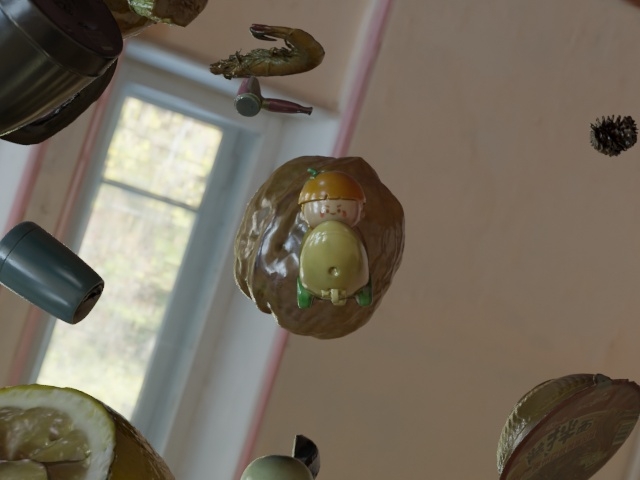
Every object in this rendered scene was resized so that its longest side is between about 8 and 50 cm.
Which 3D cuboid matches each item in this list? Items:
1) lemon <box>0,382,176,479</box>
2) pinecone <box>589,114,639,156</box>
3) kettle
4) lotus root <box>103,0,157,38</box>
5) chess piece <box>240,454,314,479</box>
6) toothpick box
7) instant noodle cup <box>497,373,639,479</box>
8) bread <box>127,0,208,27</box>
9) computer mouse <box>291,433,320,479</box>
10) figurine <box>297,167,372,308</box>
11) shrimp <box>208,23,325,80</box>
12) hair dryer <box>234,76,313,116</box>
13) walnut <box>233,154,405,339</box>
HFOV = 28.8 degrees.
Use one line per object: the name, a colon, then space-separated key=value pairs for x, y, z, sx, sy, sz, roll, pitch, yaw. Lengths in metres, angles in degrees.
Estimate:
lemon: x=-0.255 y=0.332 z=1.108 sx=0.364 sy=0.364 sz=0.364 roll=18 pitch=177 yaw=1
pinecone: x=0.498 y=-0.181 z=2.118 sx=0.083 sy=0.077 sz=0.077 roll=-27 pitch=168 yaw=8
kettle: x=-0.422 y=-0.243 z=1.675 sx=0.207 sy=0.271 sz=0.251 roll=51 pitch=-162 yaw=-2
lotus root: x=-0.346 y=-0.422 z=2.029 sx=0.180 sy=0.199 sz=0.188 roll=5 pitch=-166 yaw=-18
chess piece: x=-0.066 y=0.410 z=1.658 sx=0.144 sy=0.251 sz=0.144 roll=4 pitch=180 yaw=0
toothpick box: x=-0.468 y=0.061 z=2.153 sx=0.184 sy=0.120 sz=0.120 roll=35 pitch=180 yaw=9
instant noodle cup: x=0.355 y=0.282 z=1.882 sx=0.274 sy=0.274 sz=0.091 roll=21 pitch=-157 yaw=-47
bread: x=-0.229 y=-0.393 z=1.916 sx=0.069 sy=0.128 sz=0.140 roll=18 pitch=-170 yaw=28
computer mouse: x=-0.024 y=0.352 z=1.928 sx=0.047 sy=0.079 sz=0.135 roll=7 pitch=-159 yaw=1
figurine: x=0.022 y=-0.005 z=1.997 sx=0.124 sy=0.222 sz=0.324 roll=0 pitch=173 yaw=1
shrimp: x=-0.086 y=-0.257 z=1.703 sx=0.178 sy=0.034 sz=0.124 roll=-1 pitch=160 yaw=18
hair dryer: x=-0.091 y=-0.273 z=2.481 sx=0.154 sy=0.054 sz=0.106 roll=18 pitch=-148 yaw=-4
walnut: x=0.003 y=0.001 z=2.301 sx=0.306 sy=0.344 sz=0.306 roll=24 pitch=-163 yaw=-8
